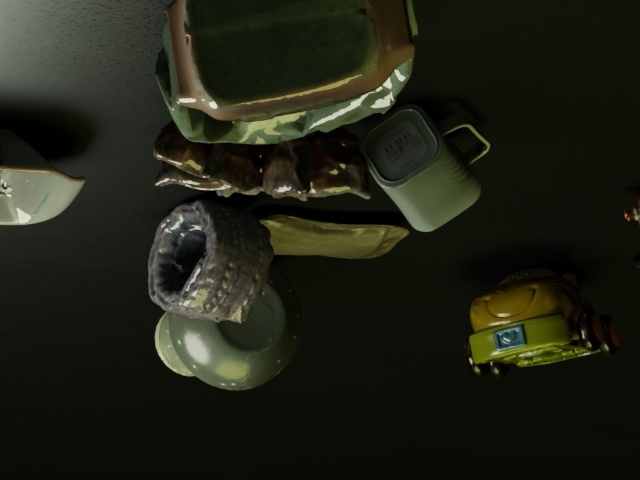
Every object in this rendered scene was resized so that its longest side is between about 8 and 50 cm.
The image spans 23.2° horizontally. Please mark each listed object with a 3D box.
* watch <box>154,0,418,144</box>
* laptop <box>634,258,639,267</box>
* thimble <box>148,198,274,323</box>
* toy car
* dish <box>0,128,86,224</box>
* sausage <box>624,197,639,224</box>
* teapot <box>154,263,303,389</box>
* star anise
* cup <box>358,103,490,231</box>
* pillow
[{"bbox_3d":[-0.029,-0.164,1.454,0.253,0.161,0.241,-9,165,10],"label":"watch"},{"bbox_3d":[0.588,-0.006,2.178,0.188,0.015,0.269,5,156,-26],"label":"laptop"},{"bbox_3d":[-0.134,0.026,1.895,0.098,0.150,0.150,17,149,-39],"label":"thimble"},{"bbox_3d":[0.309,0.110,2.228,0.200,0.142,0.248,-15,166,23],"label":"toy car"},{"bbox_3d":[-0.374,-0.075,1.687,0.234,0.064,0.154,5,156,-23],"label":"dish"},{"bbox_3d":[0.505,-0.045,1.987,0.234,0.071,0.071,-7,158,0],"label":"sausage"},{"bbox_3d":[-0.141,0.119,2.113,0.184,0.183,0.251,4,168,-23],"label":"teapot"},{"bbox_3d":[-0.059,-0.095,1.665,0.223,0.109,0.236,8,-178,42],"label":"star anise"},{"bbox_3d":[0.124,-0.089,1.743,0.128,0.095,0.129,-33,150,9],"label":"cup"},{"bbox_3d":[0.000,-0.001,2.013,0.218,0.033,0.130,2,160,-21],"label":"pillow"}]
